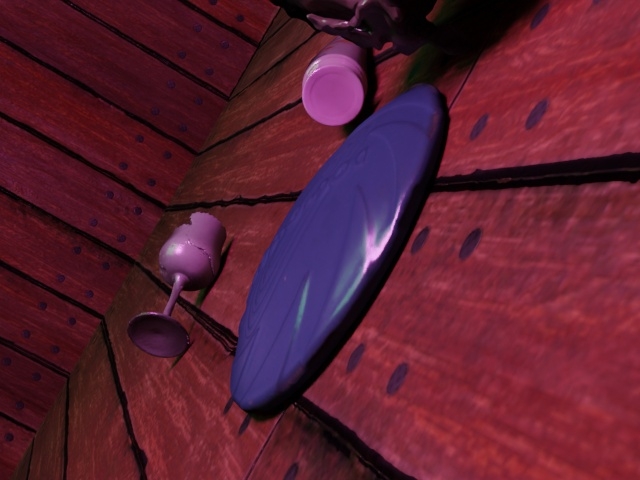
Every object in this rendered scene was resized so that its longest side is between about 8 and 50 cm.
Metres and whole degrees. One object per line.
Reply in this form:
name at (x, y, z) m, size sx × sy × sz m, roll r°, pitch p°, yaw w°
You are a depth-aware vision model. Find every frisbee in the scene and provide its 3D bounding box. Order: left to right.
frisbee at (-0.004, -0.003, 0.785) m, size 0.289 × 0.049 × 0.289 m, roll -55°, pitch 13°, yaw 20°

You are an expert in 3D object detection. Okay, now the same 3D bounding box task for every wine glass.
wine glass at (-0.172, 0.050, 1.259) m, size 0.079 × 0.079 × 0.195 m, roll -49°, pitch 17°, yaw 39°

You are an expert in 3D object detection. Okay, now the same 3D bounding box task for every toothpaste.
toothpaste at (0.019, -0.186, 1.105) m, size 0.100 × 0.066 × 0.323 m, roll -52°, pitch 9°, yaw 16°

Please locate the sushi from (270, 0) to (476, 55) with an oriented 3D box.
sushi at (0.041, -0.329, 0.751) m, size 0.294 × 0.281 × 0.299 m, roll -56°, pitch -22°, yaw -18°
